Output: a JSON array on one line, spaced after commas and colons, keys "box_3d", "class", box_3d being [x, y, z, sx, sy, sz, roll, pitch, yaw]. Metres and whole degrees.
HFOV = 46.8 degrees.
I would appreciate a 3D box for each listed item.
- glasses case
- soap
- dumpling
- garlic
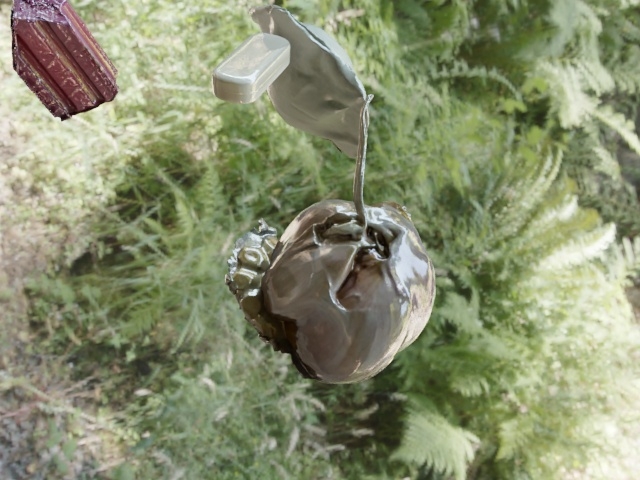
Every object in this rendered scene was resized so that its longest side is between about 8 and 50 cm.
[{"box_3d": [-0.116, -0.297, 1.267, 0.196, 0.083, 0.050, -57, 157, -47], "class": "glasses case"}, {"box_3d": [-0.521, -0.367, 1.465, 0.250, 0.162, 0.099, 63, 15, -53], "class": "soap"}, {"box_3d": [-0.006, -0.316, 1.488, 0.260, 0.181, 0.341, 20, -56, 64], "class": "dumpling"}, {"box_3d": [0.000, 0.000, 0.715, 0.207, 0.207, 0.257, -94, 170, -68], "class": "garlic"}]
